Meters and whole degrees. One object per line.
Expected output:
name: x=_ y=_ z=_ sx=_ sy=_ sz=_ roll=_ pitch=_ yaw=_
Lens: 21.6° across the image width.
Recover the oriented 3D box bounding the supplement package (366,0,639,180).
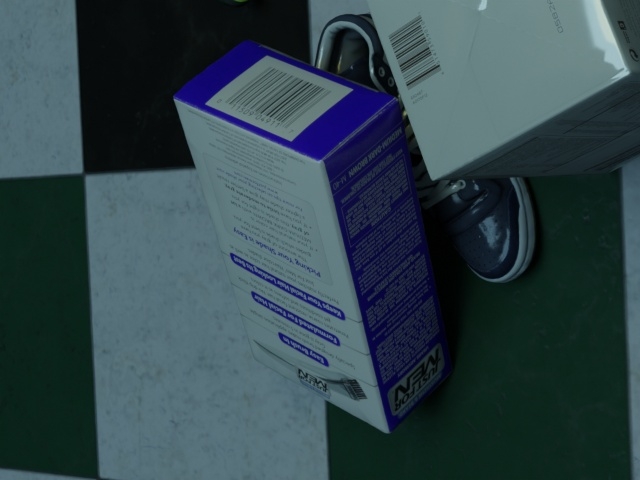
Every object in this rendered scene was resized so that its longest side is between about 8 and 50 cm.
supplement package: x=0.205 y=-0.176 z=1.353 sx=0.198 sy=0.262 sz=0.199 roll=-29 pitch=74 yaw=38

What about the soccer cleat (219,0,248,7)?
soccer cleat: x=-0.128 y=-0.292 z=1.772 sx=0.179 sy=0.060 sz=0.072 roll=53 pitch=133 yaw=33

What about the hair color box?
hair color box: x=0.000 y=0.000 z=1.534 sx=0.185 sy=0.110 sz=0.339 roll=26 pitch=143 yaw=36

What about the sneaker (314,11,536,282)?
sneaker: x=0.087 y=-0.086 z=1.532 sx=0.099 sy=0.153 sz=0.282 roll=-33 pitch=72 yaw=37
